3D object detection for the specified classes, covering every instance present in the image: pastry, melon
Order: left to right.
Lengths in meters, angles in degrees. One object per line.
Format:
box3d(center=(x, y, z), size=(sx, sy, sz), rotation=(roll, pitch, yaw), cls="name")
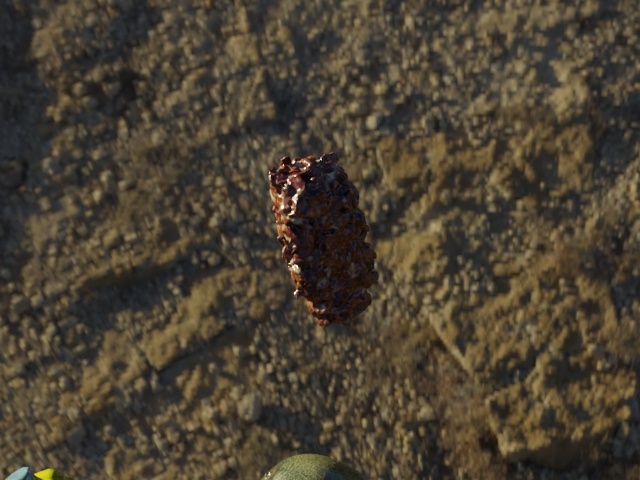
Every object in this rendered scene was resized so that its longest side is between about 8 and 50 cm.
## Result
box3d(center=(0.002, -0.001, 1.392), size=(0.115, 0.209, 0.097), rotation=(-25, 35, -12), cls="pastry")
box3d(center=(0.007, 0.213, 0.874), size=(0.130, 0.098, 0.098), rotation=(42, 65, -5), cls="melon")

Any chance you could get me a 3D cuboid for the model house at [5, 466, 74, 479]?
box3d(center=(-0.369, 0.484, 1.720), size=(0.215, 0.303, 0.237), rotation=(-27, 21, -4), cls="model house")
